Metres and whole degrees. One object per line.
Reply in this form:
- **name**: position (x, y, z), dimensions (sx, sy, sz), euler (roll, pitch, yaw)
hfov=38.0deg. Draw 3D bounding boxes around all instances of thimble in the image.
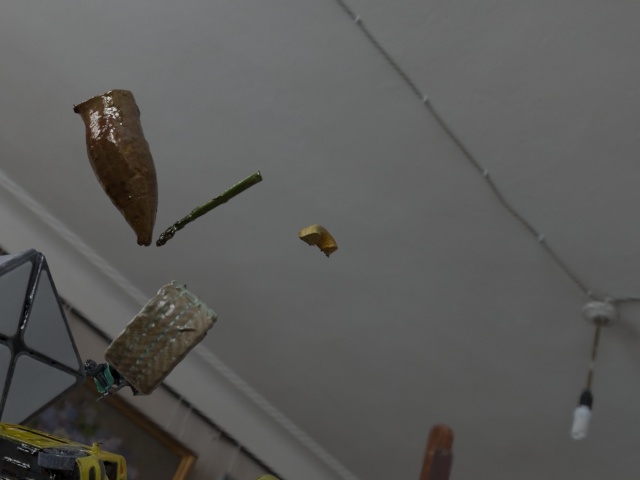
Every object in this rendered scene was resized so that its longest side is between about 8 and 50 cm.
- **thimble**: position (-0.346, 0.209, 1.987), dimensions (0.148, 0.196, 0.229), euler (41, -61, -2)

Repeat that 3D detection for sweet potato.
- **sweet potato**: position (-0.390, -0.147, 1.844), dimensions (0.131, 0.336, 0.131), euler (-17, -21, -7)

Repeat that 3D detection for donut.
- **donut**: position (0.000, 0.000, 1.824), dimensions (0.038, 0.067, 0.083), euler (-35, -78, 22)

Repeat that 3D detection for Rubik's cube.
- **Rubik's cube**: position (-0.583, 0.178, 1.512), dimensions (0.259, 0.255, 0.260), euler (-10, -76, 28)

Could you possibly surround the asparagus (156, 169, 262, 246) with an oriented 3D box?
- **asparagus**: position (-0.219, -0.062, 1.808), dimensions (0.248, 0.025, 0.024), euler (-33, -45, -1)

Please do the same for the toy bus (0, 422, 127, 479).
- **toy bus**: position (-0.361, 0.314, 1.187), dimensions (0.331, 0.145, 0.151), euler (3, -6, 42)

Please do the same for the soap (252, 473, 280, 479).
- **soap**: position (-0.075, 0.445, 1.546), dimensions (0.140, 0.089, 0.045), euler (23, -27, 34)

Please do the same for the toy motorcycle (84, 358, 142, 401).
- **toy motorcycle**: position (-0.468, 0.313, 2.129), dimensions (0.058, 0.100, 0.173), euler (-42, -25, 22)
